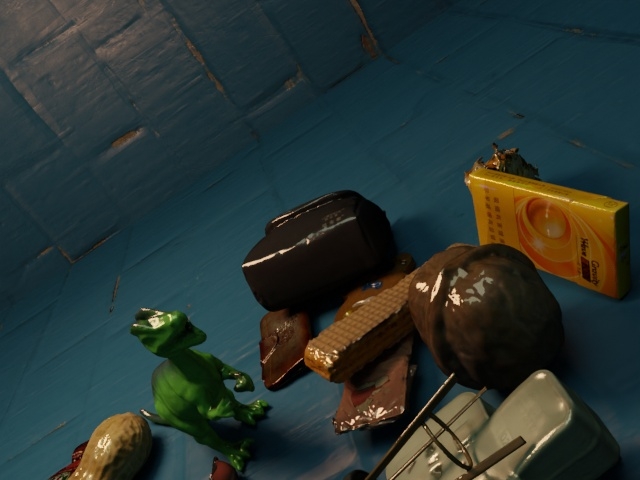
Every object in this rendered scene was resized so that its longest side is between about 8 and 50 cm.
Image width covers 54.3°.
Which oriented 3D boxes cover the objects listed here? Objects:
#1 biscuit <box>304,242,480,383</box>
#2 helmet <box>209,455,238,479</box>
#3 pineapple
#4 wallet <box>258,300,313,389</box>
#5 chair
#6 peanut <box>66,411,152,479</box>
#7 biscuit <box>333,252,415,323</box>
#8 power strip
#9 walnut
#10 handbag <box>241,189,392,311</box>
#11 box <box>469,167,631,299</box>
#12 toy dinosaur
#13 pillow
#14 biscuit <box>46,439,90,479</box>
[{"bbox_3d":[0.138,0.117,1.085,0.378,0.054,0.094,-32,23,-25],"label":"biscuit"},{"bbox_3d":[-0.162,0.402,1.048,0.049,0.065,0.084,6,17,-4],"label":"helmet"},{"bbox_3d":[0.343,-0.077,1.164,0.114,0.186,0.236,-27,-16,33],"label":"pineapple"},{"bbox_3d":[-0.073,0.206,1.306,0.137,0.031,0.255,-35,23,10],"label":"wallet"},{"bbox_3d":[0.115,0.252,0.710,0.221,0.104,0.095,-46,-9,6],"label":"chair"},{"bbox_3d":[-0.422,0.455,1.191,0.298,0.120,0.136,-64,-7,-45],"label":"peanut"},{"bbox_3d":[0.107,0.112,1.249,0.180,0.039,0.236,-12,35,38],"label":"biscuit"},{"bbox_3d":[0.220,0.287,0.728,0.261,0.141,0.229,-45,22,14],"label":"power strip"},{"bbox_3d":[0.234,0.104,0.886,0.224,0.224,0.224,-28,26,15],"label":"walnut"},{"bbox_3d":[-0.002,-0.002,1.367,0.302,0.178,0.275,-25,15,20],"label":"handbag"},{"bbox_3d":[0.355,-0.020,0.984,0.043,0.152,0.269,-32,32,-23],"label":"box"},{"bbox_3d":[-0.297,0.261,1.112,0.500,0.374,0.144,-10,43,39],"label":"toy dinosaur"},{"bbox_3d":[0.098,0.222,1.032,0.135,0.049,0.248,-23,19,22],"label":"pillow"},{"bbox_3d":[-0.527,0.495,1.307,0.151,0.063,0.235,-24,5,25],"label":"biscuit"}]
